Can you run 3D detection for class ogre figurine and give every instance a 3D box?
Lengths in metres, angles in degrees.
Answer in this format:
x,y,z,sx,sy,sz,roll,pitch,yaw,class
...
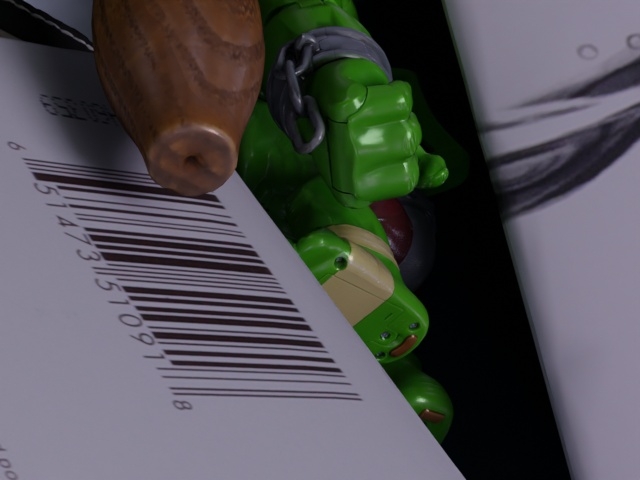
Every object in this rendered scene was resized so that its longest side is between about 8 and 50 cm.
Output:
x,y,z,sx,sy,sz,roll,pitch,yaw,class
0.000,0.000,0.562,0.197,0.096,0.118,61,11,-48,ogre figurine

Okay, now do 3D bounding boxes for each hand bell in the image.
x,y,z,sx,sy,sz,roll,pitch,yaw,class
-0.041,-0.093,0.498,0.126,0.126,0.242,35,29,-32,hand bell

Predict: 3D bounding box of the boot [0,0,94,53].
x,y,z,sx,sy,sz,roll,pitch,yaw,class
-0.144,-0.119,0.499,0.236,0.085,0.179,21,57,-41,boot

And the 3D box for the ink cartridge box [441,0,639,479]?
x,y,z,sx,sy,sz,roll,pitch,yaw,class
0.139,-0.065,0.627,0.285,0.166,0.395,18,56,-76,ink cartridge box

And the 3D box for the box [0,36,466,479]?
x,y,z,sx,sy,sz,roll,pitch,yaw,class
-0.087,0.049,0.407,0.182,0.119,0.181,6,37,-45,box
